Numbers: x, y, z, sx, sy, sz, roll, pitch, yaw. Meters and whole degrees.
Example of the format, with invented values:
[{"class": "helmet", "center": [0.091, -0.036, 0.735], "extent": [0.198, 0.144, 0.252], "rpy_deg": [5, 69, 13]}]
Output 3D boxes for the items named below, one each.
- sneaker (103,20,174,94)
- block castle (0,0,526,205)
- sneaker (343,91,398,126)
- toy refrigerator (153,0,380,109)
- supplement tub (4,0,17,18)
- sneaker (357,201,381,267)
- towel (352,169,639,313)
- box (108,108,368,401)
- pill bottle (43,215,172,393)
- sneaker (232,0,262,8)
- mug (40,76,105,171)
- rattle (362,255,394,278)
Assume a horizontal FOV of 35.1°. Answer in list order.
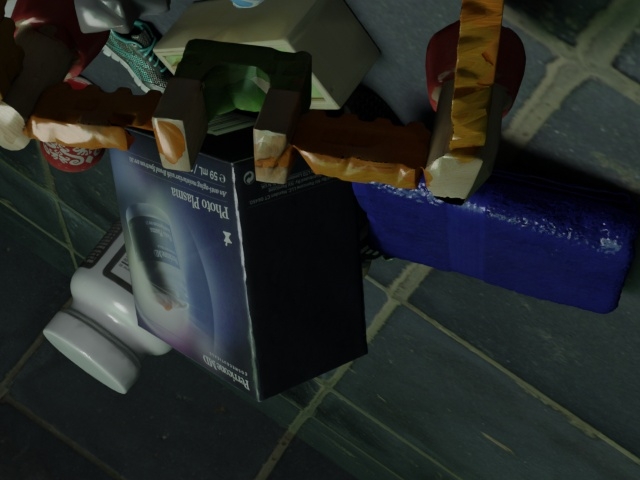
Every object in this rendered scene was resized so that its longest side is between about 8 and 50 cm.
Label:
[{"class": "sneaker", "center": [-0.238, -0.254, 1.370], "extent": [0.166, 0.065, 0.076], "rpy_deg": [35, 156, -3]}, {"class": "block castle", "center": [-0.061, -0.218, 0.773], "extent": [0.453, 0.213, 0.303], "rpy_deg": [7, 138, 9]}, {"class": "sneaker", "center": [0.066, -0.109, 1.202], "extent": [0.075, 0.057, 0.161], "rpy_deg": [-1, 142, 51]}, {"class": "toy refrigerator", "center": [-0.071, -0.210, 1.143], "extent": [0.269, 0.094, 0.102], "rpy_deg": [11, 149, 50]}, {"class": "supplement tub", "center": [-0.382, -0.371, 1.087], "extent": [0.228, 0.228, 0.316], "rpy_deg": [25, 157, 28]}, {"class": "sneaker", "center": [0.000, 0.000, 1.405], "extent": [0.086, 0.228, 0.132], "rpy_deg": [15, -135, -50]}, {"class": "towel", "center": [0.193, -0.018, 1.128], "extent": [0.308, 0.076, 0.228], "rpy_deg": [17, 161, 15]}, {"class": "box", "center": [-0.105, -0.004, 1.246], "extent": [0.296, 0.182, 0.294], "rpy_deg": [21, 124, 49]}, {"class": "pill bottle", "center": [-0.288, 0.062, 1.715], "extent": [0.210, 0.363, 0.210], "rpy_deg": [31, 160, 13]}, {"class": "sneaker", "center": [-0.144, -0.322, 1.017], "extent": [0.237, 0.085, 0.086], "rpy_deg": [41, 145, -15]}, {"class": "mug", "center": [-0.437, -0.210, 1.722], "extent": [0.150, 0.113, 0.169], "rpy_deg": [34, 157, 0]}, {"class": "rattle", "center": [0.073, 0.014, 1.472], "extent": [0.199, 0.130, 0.142], "rpy_deg": [-23, 144, 32]}]
